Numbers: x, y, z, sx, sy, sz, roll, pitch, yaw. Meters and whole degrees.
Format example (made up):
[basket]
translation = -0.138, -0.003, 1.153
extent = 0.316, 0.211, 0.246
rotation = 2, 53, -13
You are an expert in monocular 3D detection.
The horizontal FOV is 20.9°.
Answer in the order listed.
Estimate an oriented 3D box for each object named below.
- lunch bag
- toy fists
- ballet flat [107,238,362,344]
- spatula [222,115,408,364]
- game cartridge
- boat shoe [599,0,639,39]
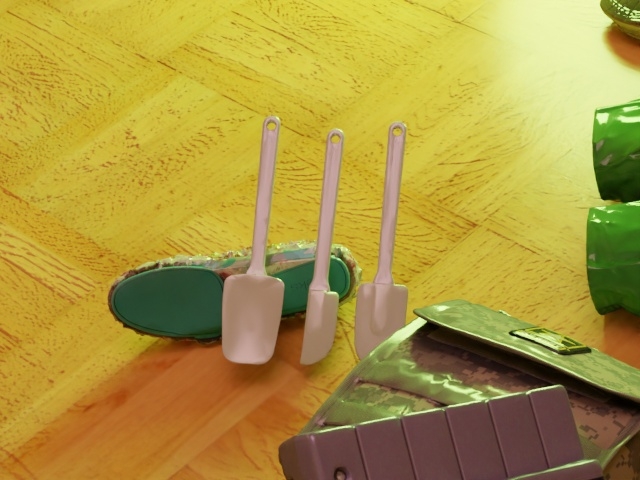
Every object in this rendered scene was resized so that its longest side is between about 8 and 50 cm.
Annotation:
[lunch bag]
translation = 0.146, 0.164, 1.380
extent = 0.235, 0.169, 0.287
rotation = 21, 46, 28
[toy fists]
translation = 0.330, -0.034, 1.618
extent = 0.142, 0.096, 0.279
rotation = -8, 41, 20
[ballet flat]
translation = -0.079, 0.047, 1.648
extent = 0.241, 0.091, 0.077
rotation = -5, 10, 2
[spatula]
translation = 0.000, 0.000, 1.598
extent = 0.168, 0.019, 0.242
rotation = 4, 77, 5
[game cartridge]
translation = 0.118, 0.280, 1.121
extent = 0.230, 0.068, 0.355
rotation = -8, 78, -30
[boat shoe]
translation = 0.365, -0.235, 1.883
extent = 0.056, 0.048, 0.153
rotation = -44, 42, -14
